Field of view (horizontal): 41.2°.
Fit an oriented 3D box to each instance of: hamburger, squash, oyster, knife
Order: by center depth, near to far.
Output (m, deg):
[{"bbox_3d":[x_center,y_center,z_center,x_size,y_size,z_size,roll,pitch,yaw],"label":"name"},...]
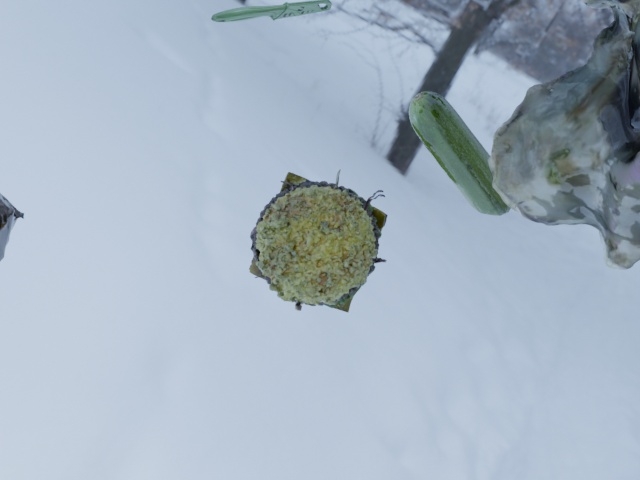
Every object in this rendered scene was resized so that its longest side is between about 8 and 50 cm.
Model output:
[{"bbox_3d":[0.287,-0.113,0.717,0.238,0.115,0.351,34,53,-9],"label":"oyster"},{"bbox_3d":[-0.061,-0.302,1.128,0.207,0.030,0.014,-19,71,-38],"label":"knife"},{"bbox_3d":[0.207,-0.122,1.247,0.239,0.069,0.069,48,9,-23],"label":"squash"},{"bbox_3d":[0.000,0.000,1.514,0.243,0.261,0.139,19,-4,-4],"label":"hamburger"}]

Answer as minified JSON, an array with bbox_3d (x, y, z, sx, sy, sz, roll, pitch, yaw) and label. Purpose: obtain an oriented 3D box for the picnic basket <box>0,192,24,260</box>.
[{"bbox_3d":[-0.474,-0.030,0.728,0.337,0.337,0.293,25,55,-18],"label":"picnic basket"}]
